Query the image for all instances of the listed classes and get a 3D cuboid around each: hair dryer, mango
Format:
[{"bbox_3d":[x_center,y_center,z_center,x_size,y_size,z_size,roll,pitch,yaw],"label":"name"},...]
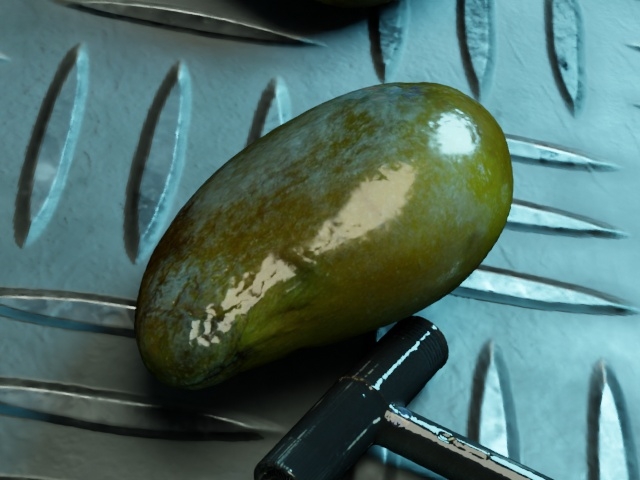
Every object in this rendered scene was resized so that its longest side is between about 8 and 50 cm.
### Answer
[{"bbox_3d":[0.080,0.152,1.037,0.195,0.050,0.173,34,49,17],"label":"hair dryer"},{"bbox_3d":[0.000,0.000,1.092,0.316,0.146,0.193,-38,31,-28],"label":"mango"}]

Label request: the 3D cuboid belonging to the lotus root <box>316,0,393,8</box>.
[{"bbox_3d":[0.010,-0.298,1.412,0.267,0.149,0.260,33,49,-5],"label":"lotus root"}]
